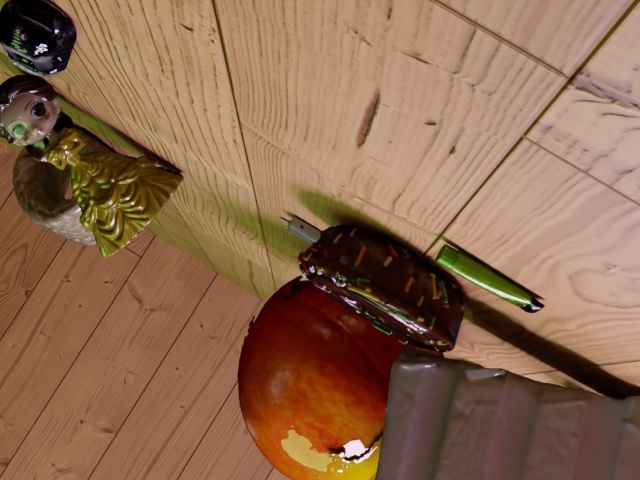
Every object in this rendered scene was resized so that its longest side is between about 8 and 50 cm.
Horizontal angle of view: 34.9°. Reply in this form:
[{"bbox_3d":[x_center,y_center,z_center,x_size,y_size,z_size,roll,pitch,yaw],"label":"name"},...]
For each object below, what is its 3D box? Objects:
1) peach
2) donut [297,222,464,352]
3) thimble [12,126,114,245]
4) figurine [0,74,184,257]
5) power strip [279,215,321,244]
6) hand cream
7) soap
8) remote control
[{"bbox_3d":[0.028,0.223,1.648,0.370,0.370,0.370,31,172,5],"label":"peach"},{"bbox_3d":[0.080,0.057,1.288,0.235,0.089,0.235,30,172,4],"label":"donut"},{"bbox_3d":[-0.473,-0.104,1.958,0.229,0.196,0.148,25,170,34],"label":"thimble"},{"bbox_3d":[-0.407,-0.142,1.670,0.315,0.168,0.187,43,126,-18],"label":"figurine"},{"bbox_3d":[0.000,0.000,1.480,0.136,0.019,0.051,31,173,3],"label":"power strip"},{"bbox_3d":[0.178,0.043,1.076,0.122,0.023,0.036,31,161,-4],"label":"hand cream"},{"bbox_3d":[0.238,0.388,1.297,0.350,0.435,0.213,10,171,14],"label":"soap"},{"bbox_3d":[-0.342,-0.229,1.204,0.090,0.066,0.266,38,170,-13],"label":"remote control"}]
